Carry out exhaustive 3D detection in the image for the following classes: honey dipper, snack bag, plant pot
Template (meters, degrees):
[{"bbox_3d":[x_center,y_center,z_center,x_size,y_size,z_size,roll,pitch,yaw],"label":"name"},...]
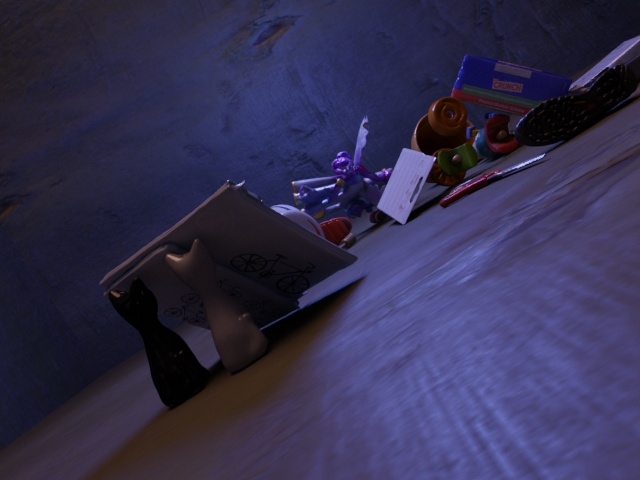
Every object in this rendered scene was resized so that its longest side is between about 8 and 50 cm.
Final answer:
[{"bbox_3d":[0.044,0.033,1.574,0.160,0.030,0.030,-39,6,-36],"label":"honey dipper"},{"bbox_3d":[-0.145,0.060,0.960,0.342,0.037,0.323,-32,-42,27],"label":"snack bag"},{"bbox_3d":[0.379,-0.280,1.785,0.205,0.205,0.188,-33,-13,-15],"label":"plant pot"}]

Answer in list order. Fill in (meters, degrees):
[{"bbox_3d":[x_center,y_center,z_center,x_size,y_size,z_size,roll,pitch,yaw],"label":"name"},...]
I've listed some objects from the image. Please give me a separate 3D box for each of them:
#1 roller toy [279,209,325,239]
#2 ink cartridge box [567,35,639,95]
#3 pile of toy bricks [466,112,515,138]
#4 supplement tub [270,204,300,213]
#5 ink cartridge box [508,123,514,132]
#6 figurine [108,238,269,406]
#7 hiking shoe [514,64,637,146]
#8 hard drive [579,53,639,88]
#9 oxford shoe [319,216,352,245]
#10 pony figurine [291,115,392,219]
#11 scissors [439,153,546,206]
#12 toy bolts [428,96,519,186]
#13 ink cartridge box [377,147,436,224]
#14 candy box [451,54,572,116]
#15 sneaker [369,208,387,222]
[{"bbox_3d":[-0.087,0.014,1.576,0.191,0.209,0.146,-17,-6,-36],"label":"roller toy"},{"bbox_3d":[0.798,-0.466,1.561,0.239,0.060,0.275,-42,0,22],"label":"ink cartridge box"},{"bbox_3d":[0.520,-0.308,1.634,0.105,0.118,0.212,16,28,41],"label":"pile of toy bricks"},{"bbox_3d":[-0.183,0.041,1.775,0.235,0.235,0.325,-30,3,40],"label":"supplement tub"},{"bbox_3d":[0.564,-0.336,1.951,0.171,0.056,0.235,-30,2,40],"label":"ink cartridge box"},{"bbox_3d":[-0.209,0.124,0.873,0.214,0.210,0.092,-31,3,20],"label":"figurine"},{"bbox_3d":[0.481,-0.240,1.064,0.226,0.086,0.114,-26,-9,14],"label":"hiking shoe"},{"bbox_3d":[0.590,-0.315,1.241,0.254,0.054,0.172,-33,3,-20],"label":"hard drive"},{"bbox_3d":[0.000,0.000,1.978,0.271,0.097,0.098,-32,-3,18],"label":"oxford shoe"},{"bbox_3d":[0.099,-0.179,1.722,0.363,0.303,0.351,-18,-6,-3],"label":"pony figurine"},{"bbox_3d":[0.346,-0.132,1.100,0.109,0.021,0.297,-32,0,-33],"label":"scissors"},{"bbox_3d":[0.379,-0.264,1.474,0.228,0.218,0.158,-15,-6,-8],"label":"toy bolts"},{"bbox_3d":[0.231,-0.135,1.418,0.181,0.056,0.225,-66,18,9],"label":"ink cartridge box"},{"bbox_3d":[0.521,-0.414,1.513,0.317,0.268,0.122,-33,-40,-65],"label":"candy box"},{"bbox_3d":[0.208,-0.096,1.820,0.118,0.042,0.067,-36,7,-27],"label":"sneaker"}]
